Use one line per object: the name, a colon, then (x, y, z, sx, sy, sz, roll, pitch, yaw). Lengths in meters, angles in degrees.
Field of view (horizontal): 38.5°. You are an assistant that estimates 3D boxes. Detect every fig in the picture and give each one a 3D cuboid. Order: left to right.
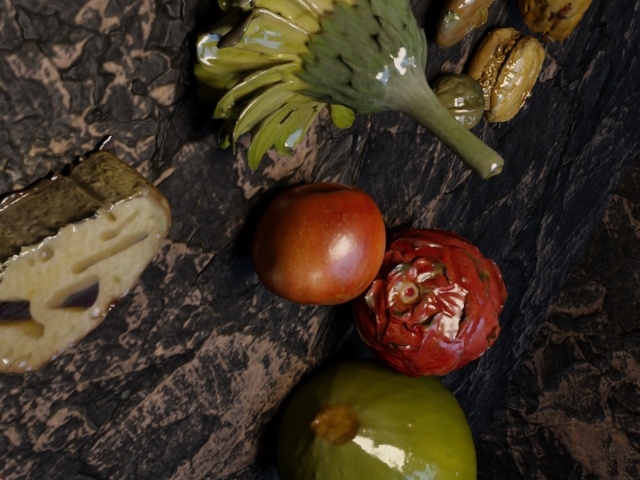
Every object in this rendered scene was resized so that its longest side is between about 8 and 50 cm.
fig: (0.085, 0.339, 1.464, 0.343, 0.343, 0.343, -42, 151, -29)

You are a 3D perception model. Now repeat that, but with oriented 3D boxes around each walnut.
walnut: (0.186, -0.190, 1.274, 0.092, 0.092, 0.092, -42, 151, -29)

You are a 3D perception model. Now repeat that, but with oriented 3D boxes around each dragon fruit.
dragon fruit: (0.162, 0.092, 1.399, 0.252, 0.241, 0.241, -68, 179, -65)

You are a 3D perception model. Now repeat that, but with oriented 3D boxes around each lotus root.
lotus root: (-0.241, 0.032, 0.782, 0.261, 0.074, 0.170, -42, 154, -27)

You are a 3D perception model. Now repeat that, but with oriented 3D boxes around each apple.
apple: (0.000, 0.000, 1.080, 0.163, 0.163, 0.139, -14, 119, -55)

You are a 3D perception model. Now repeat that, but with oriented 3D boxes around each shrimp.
shrimp: (0.230, -0.350, 1.188, 0.267, 0.061, 0.145, -56, 168, -15)

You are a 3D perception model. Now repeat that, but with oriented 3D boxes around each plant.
plant: (0.014, -0.176, 0.863, 0.261, 0.297, 0.306, 6, 137, -29)

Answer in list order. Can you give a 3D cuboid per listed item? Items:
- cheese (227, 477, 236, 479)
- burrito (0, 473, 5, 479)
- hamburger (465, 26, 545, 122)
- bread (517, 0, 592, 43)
cheese: (-0.170, 0.436, 1.418, 0.171, 0.047, 0.092, -28, 142, -45)
burrito: (-0.358, 0.307, 0.860, 0.139, 0.101, 0.445, -12, 132, -37)
hamburger: (0.270, -0.244, 1.359, 0.147, 0.083, 0.138, 1, 115, -63)
bread: (0.351, -0.397, 1.243, 0.210, 0.099, 0.235, -60, 173, -14)
